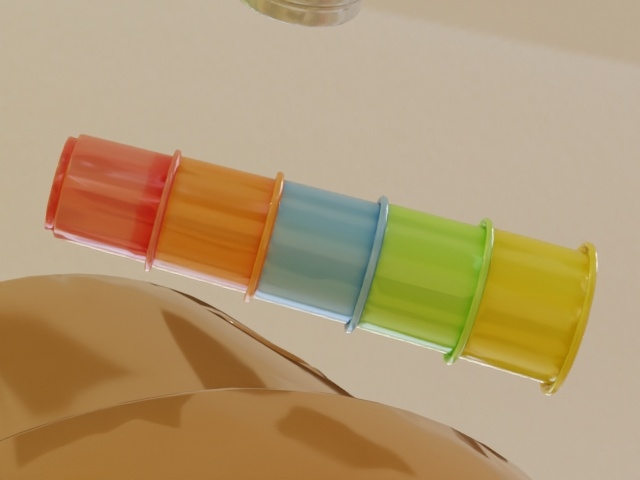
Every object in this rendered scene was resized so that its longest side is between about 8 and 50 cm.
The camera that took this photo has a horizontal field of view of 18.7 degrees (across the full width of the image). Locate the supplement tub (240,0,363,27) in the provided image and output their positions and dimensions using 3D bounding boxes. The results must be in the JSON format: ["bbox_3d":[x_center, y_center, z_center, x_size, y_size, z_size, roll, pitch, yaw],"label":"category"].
[{"bbox_3d":[-0.001,-0.163,0.913,0.071,0.071,0.107,9,-56,-9],"label":"supplement tub"}]

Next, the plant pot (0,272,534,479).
[{"bbox_3d":[-0.060,0.143,0.556,0.291,0.203,0.291,-10,-61,-18],"label":"plant pot"}]

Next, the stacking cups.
[{"bbox_3d":[0.000,0.000,1.139,0.316,0.096,0.096,18,-54,-2],"label":"stacking cups"}]
